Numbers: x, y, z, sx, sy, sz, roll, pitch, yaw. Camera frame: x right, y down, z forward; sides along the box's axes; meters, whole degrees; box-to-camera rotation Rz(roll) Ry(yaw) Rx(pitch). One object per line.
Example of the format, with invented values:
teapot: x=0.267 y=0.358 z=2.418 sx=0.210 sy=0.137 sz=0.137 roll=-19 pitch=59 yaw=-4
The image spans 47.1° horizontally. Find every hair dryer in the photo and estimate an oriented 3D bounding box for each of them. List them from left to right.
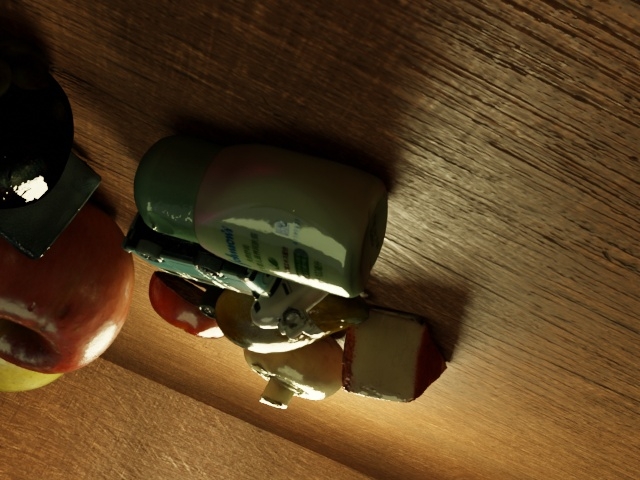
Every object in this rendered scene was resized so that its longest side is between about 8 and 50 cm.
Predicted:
hair dryer: x=-0.205 y=0.066 z=1.460 sx=0.057 sy=0.100 sz=0.197 roll=18 pitch=142 yaw=11

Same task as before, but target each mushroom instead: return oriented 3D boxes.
mushroom: x=-0.066 y=0.283 z=1.655 sx=0.246 sy=0.202 sz=0.246 roll=29 pitch=164 yaw=9

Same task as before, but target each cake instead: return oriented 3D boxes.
cake: x=0.153 y=0.261 z=1.448 sx=0.158 sy=0.159 sz=0.262 roll=7 pitch=154 yaw=27

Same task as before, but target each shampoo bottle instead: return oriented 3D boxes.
shampoo bottle: x=-0.091 y=-0.046 z=1.005 sx=0.350 sy=0.151 sz=0.221 roll=17 pitch=153 yaw=15

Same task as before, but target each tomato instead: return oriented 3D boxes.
tomato: x=-0.287 y=0.154 z=1.617 sx=0.225 sy=0.085 sz=0.225 roll=32 pitch=178 yaw=1

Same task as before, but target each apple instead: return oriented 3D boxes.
apple: x=-0.546 y=0.064 z=1.448 sx=0.364 sy=0.363 sz=0.364 roll=19 pitch=157 yaw=8

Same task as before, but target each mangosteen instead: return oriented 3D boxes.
mangosteen: x=-0.451 y=-0.164 z=0.993 sx=0.243 sy=0.242 sz=0.243 roll=19 pitch=157 yaw=8

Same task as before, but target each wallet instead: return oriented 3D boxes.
wallet: x=-0.517 y=-0.139 z=1.139 sx=0.046 sy=0.190 sz=0.379 roll=22 pitch=160 yaw=41

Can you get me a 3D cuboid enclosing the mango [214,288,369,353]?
mango: x=-0.061 y=0.136 z=1.396 sx=0.317 sy=0.146 sz=0.193 roll=-5 pitch=150 yaw=31

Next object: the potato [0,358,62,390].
potato: x=-0.781 y=0.173 z=1.874 sx=0.320 sy=0.385 sz=0.442 roll=-12 pitch=131 yaw=39

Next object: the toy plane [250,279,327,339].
toy plane: x=-0.039 y=0.096 z=1.254 sx=0.174 sy=0.174 sz=0.080 roll=8 pitch=147 yaw=32

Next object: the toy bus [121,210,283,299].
toy bus: x=-0.173 y=0.010 z=1.233 sx=0.272 sy=0.133 sz=0.165 roll=12 pitch=160 yaw=30
